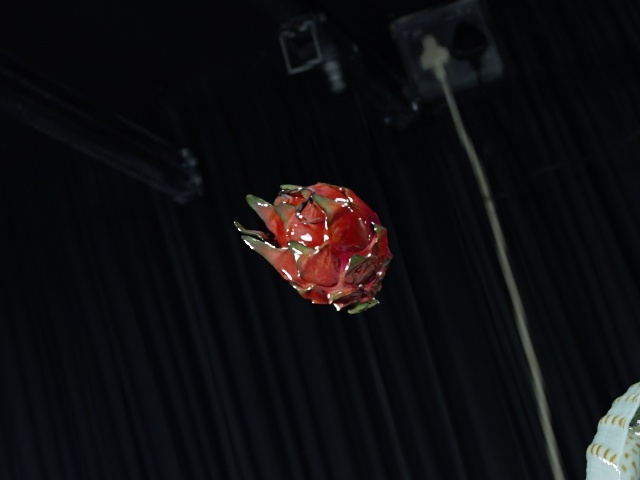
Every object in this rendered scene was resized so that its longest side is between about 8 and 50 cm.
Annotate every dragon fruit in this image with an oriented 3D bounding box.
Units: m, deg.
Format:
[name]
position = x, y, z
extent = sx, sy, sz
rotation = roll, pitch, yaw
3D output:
[dragon fruit]
position = 0.000, 0.000, 1.780
extent = 0.193, 0.274, 0.192
rotation = -51, -9, 32

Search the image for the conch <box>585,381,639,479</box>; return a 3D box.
[conch]
position = 0.472, 0.314, 1.470
extent = 0.319, 0.303, 0.215
rotation = -50, 10, -30
